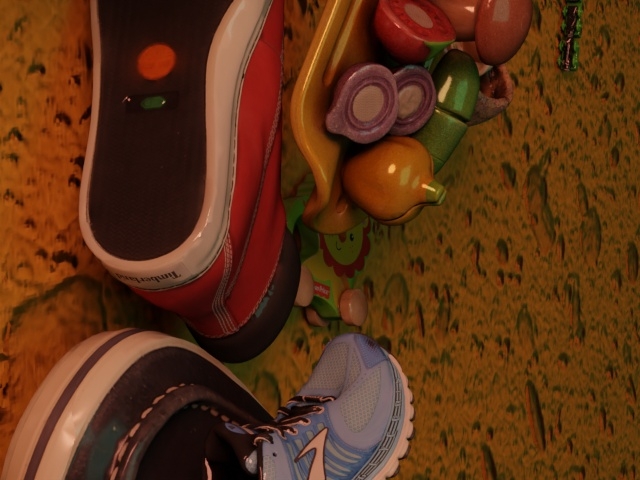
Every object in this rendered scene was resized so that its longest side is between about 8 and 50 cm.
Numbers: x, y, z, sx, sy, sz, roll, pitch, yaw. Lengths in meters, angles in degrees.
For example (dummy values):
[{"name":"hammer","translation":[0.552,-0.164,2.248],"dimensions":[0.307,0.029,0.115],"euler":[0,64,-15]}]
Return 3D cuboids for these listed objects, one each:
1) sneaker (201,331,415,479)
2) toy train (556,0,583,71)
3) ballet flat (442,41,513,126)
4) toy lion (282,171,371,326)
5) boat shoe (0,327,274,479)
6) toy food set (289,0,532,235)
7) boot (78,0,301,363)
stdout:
[{"name":"sneaker","translation":[-0.012,0.095,0.616],"dimensions":[0.073,0.063,0.162],"euler":[48,45,-21]},{"name":"toy train","translation":[0.208,-0.179,1.151],"dimensions":[0.023,0.017,0.083],"euler":[17,79,-67]},{"name":"ballet flat","translation":[0.066,-0.215,0.839],"dimensions":[0.107,0.106,0.316],"euler":[-42,127,-48]},{"name":"toy lion","translation":[0.000,0.000,0.834],"dimensions":[0.100,0.034,0.096],"euler":[23,67,-56]},{"name":"boat shoe","translation":[0.004,0.229,0.749],"dimensions":[0.187,0.156,0.500],"euler":[-59,137,-34]},{"name":"toy food set","translation":[0.058,-0.099,0.722],"dimensions":[0.128,0.071,0.218],"euler":[26,83,-61]},{"name":"boot","translation":[-0.048,-0.069,0.715],"dimensions":[0.176,0.088,0.244],"euler":[55,39,-65]}]
